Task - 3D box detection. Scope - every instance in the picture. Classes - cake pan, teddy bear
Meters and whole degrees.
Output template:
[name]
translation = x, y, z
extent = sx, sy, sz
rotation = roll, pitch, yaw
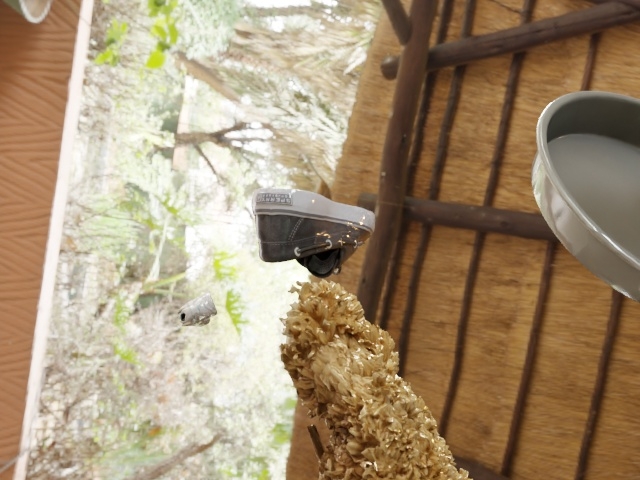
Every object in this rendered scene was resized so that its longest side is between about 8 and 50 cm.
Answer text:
[cake pan]
translation = 0.349, -0.042, 0.583
extent = 0.054, 0.292, 0.294
rotation = 113, -23, -50
[teddy bear]
translation = 0.060, 0.176, 0.371
extent = 0.338, 0.113, 0.245
rotation = -103, 169, -52

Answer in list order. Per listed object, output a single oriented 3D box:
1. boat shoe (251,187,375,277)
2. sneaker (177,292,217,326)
[boat shoe]
translation = 0.000, 0.000, 0.564
extent = 0.228, 0.080, 0.076
rotation = 13, 79, -71
[sneaker]
translation = -0.232, 0.131, 1.016
extent = 0.054, 0.061, 0.152
rotation = 64, -24, 8
